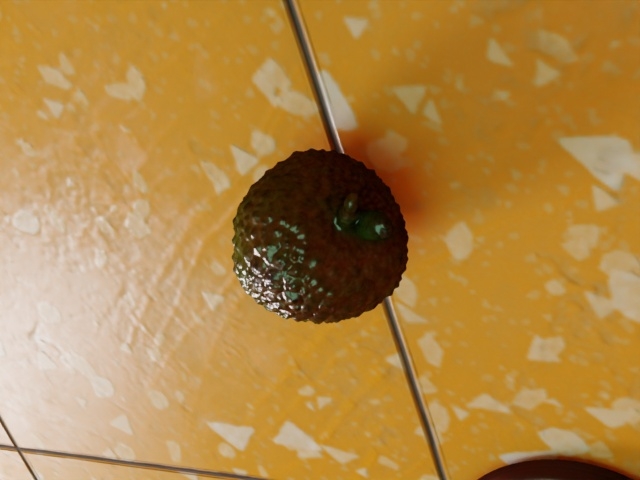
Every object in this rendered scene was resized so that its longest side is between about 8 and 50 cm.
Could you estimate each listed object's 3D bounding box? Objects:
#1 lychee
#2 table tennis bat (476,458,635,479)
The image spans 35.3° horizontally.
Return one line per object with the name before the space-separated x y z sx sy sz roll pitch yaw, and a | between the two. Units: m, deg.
lychee | 0.000 0.000 0.642 0.114 0.114 0.146 44 152 -7
table tennis bat | 0.181 0.286 0.806 0.200 0.038 0.310 28 133 9
